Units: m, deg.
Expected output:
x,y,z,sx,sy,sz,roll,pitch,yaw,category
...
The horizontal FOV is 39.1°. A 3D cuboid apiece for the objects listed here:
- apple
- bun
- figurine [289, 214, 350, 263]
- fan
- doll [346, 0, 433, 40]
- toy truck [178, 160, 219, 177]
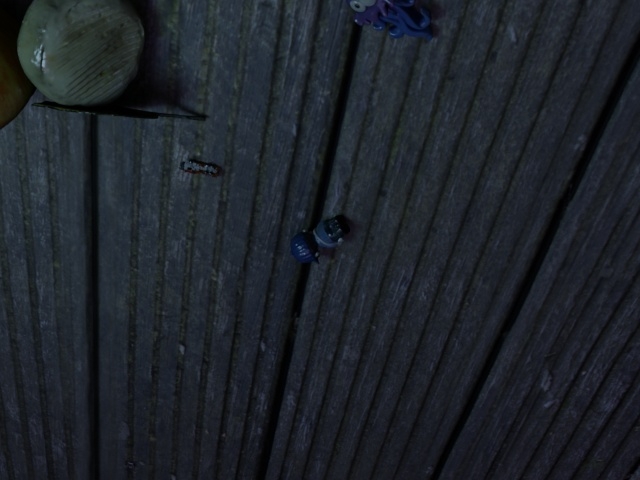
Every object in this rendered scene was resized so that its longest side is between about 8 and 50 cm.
x,y,z,sx,sy,sz,roll,pitch,yaw,category
-0.638,-0.316,1.603,0.264,0.264,0.264,4,133,4,apple
-0.427,-0.355,1.580,0.141,0.239,0.239,26,142,31,bun
-0.005,0.001,1.929,0.136,0.079,0.077,-37,77,39,figurine
-0.374,-0.243,1.695,0.335,0.229,0.011,1,102,-31,fan
0.119,-0.399,1.551,0.205,0.067,0.110,22,141,-26,doll
-0.251,-0.147,1.860,0.083,0.024,0.032,11,162,-6,toy truck
